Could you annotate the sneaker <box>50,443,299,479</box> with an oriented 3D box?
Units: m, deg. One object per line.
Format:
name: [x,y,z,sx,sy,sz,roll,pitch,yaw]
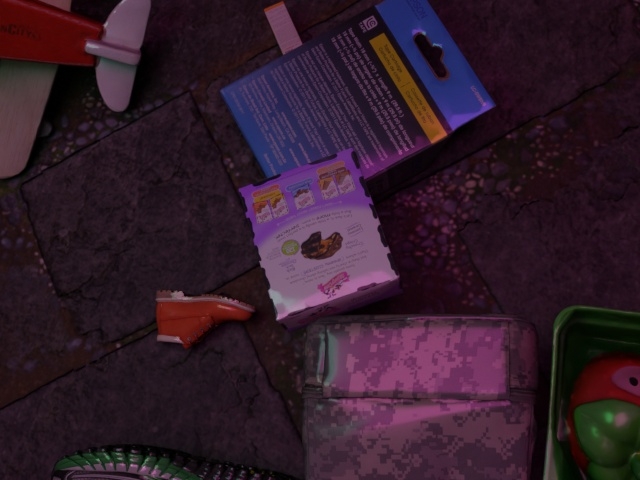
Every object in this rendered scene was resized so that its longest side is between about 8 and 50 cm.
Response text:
sneaker: [-0.204,0.356,1.070,0.343,0.134,0.146,9,77,11]

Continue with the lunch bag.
lunch bag: [0.122,0.233,1.010,0.305,0.212,0.256,-1,74,10]

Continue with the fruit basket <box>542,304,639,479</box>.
fruit basket: [0.438,0.222,0.882,0.392,0.392,0.283,6,75,11]

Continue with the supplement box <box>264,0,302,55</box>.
supplement box: [-0.052,-0.319,1.273,0.036,0.062,0.098,-23,71,1]

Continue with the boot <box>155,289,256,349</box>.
boot: [-0.169,0.119,1.175,0.158,0.059,0.085,0,77,18]

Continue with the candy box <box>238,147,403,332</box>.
candy box: [0.000,0.000,1.051,0.164,0.070,0.196,-19,67,3]

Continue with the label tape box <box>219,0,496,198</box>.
label tape box: [0.054,-0.191,1.196,0.333,0.106,0.241,-28,73,1]

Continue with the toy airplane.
toy airplane: [-0.456,-0.338,1.233,0.386,0.384,0.272,-39,40,-12]
